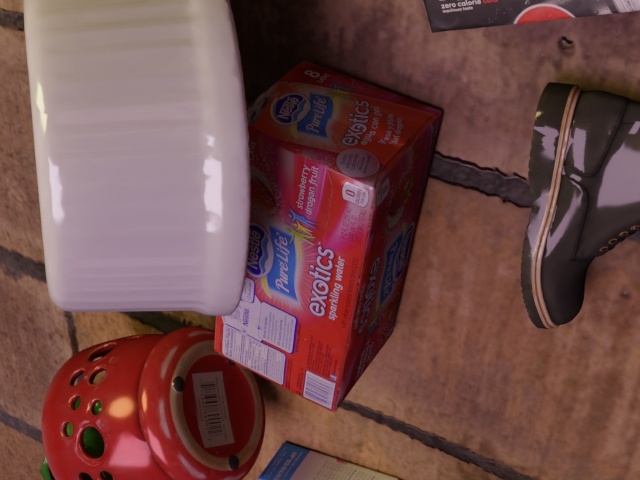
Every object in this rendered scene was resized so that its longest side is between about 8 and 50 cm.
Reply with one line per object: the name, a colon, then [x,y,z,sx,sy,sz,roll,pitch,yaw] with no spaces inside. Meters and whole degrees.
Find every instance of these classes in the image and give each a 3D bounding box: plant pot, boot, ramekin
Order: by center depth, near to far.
boot: [0.218,-0.009,0.726,0.137,0.077,0.198,11,130,22]
ramekin: [-0.144,-0.075,0.767,0.135,0.277,0.277,-5,134,-15]
plant pot: [-0.163,0.187,1.074,0.174,0.191,0.191,-18,112,34]

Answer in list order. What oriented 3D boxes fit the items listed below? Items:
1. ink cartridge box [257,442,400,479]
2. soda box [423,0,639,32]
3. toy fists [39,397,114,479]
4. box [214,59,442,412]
ink cartridge box: [0.030,0.298,1.110,0.181,0.061,0.104,11,130,28]
soda box: [0.147,-0.175,0.653,0.169,0.053,0.060,1,124,35]
toy fists: [-0.240,0.309,1.259,0.096,0.142,0.279,-20,114,10]
box: [0.000,0.000,0.847,0.128,0.122,0.256,24,134,18]
